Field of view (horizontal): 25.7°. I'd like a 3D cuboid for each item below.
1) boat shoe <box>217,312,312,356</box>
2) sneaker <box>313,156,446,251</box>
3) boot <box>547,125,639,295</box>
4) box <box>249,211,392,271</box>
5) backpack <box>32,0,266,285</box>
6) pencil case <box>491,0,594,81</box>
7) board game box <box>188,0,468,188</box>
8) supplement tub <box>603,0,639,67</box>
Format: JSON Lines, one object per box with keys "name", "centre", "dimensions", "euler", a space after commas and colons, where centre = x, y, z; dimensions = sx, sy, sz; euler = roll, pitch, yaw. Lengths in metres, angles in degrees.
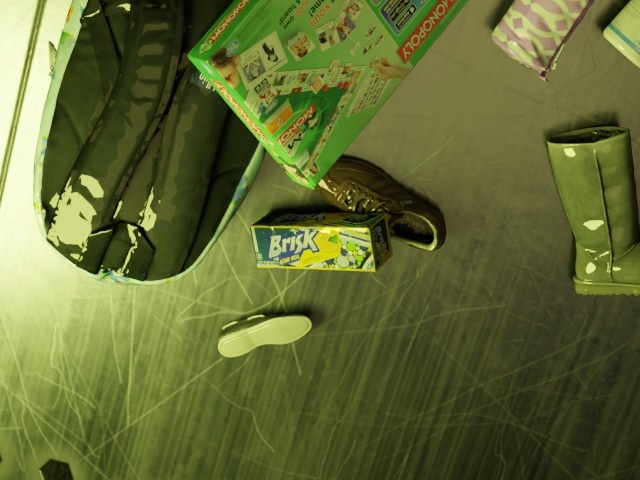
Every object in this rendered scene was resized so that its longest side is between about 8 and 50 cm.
{"name": "boat shoe", "centre": [-0.073, 0.114, 1.806], "dimensions": [0.125, 0.038, 0.046], "euler": [-20, 127, 9]}
{"name": "sneaker", "centre": [0.073, -0.045, 1.729], "dimensions": [0.188, 0.071, 0.066], "euler": [24, 108, -8]}
{"name": "boot", "centre": [0.382, -0.038, 1.722], "dimensions": [0.189, 0.076, 0.209], "euler": [-4, 104, 14]}
{"name": "box", "centre": [0.000, 0.000, 1.720], "dimensions": [0.169, 0.054, 0.059], "euler": [1, 112, 29]}
{"name": "backpack", "centre": [-0.193, -0.120, 1.624], "dimensions": [0.290, 0.273, 0.356], "euler": [16, 82, -13]}
{"name": "pencil case", "centre": [0.286, -0.288, 1.631], "dimensions": [0.088, 0.086, 0.206], "euler": [41, 110, 23]}
{"name": "board game box", "centre": [0.022, -0.245, 1.561], "dimensions": [0.317, 0.046, 0.213], "euler": [-51, 128, -14]}
{"name": "supplement tub", "centre": [0.392, -0.262, 1.649], "dimensions": [0.071, 0.071, 0.107], "euler": [37, 107, -11]}
